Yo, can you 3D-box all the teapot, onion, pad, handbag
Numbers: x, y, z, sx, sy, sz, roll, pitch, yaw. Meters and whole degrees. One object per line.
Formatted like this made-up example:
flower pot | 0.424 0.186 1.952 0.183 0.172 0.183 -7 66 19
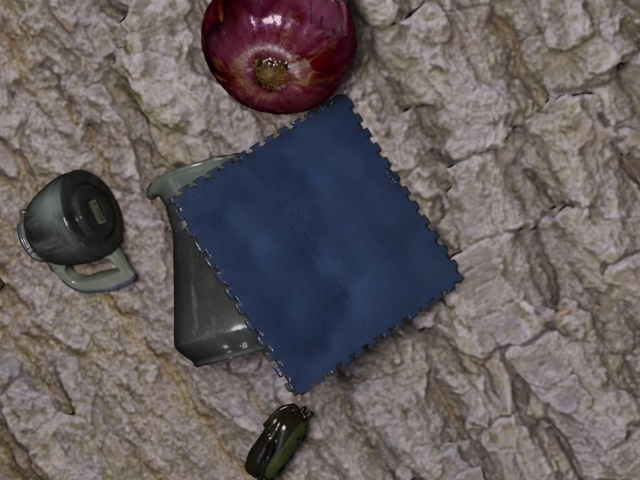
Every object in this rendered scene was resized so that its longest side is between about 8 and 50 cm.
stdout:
teapot | -0.090 0.017 1.807 0.203 0.171 0.225 -14 88 -9
teapot | -0.297 -0.011 1.887 0.108 0.149 0.111 -20 54 29
onion | -0.047 -0.226 1.763 0.177 0.153 0.177 1 106 4
pad | 0.000 0.000 1.763 0.269 0.012 0.270 -31 89 -27
handbag | -0.051 0.241 1.869 0.047 0.072 0.111 34 101 21

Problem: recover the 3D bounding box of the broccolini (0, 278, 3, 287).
broccolini | -0.496 0.123 1.979 0.254 0.071 0.057 -39 47 9
